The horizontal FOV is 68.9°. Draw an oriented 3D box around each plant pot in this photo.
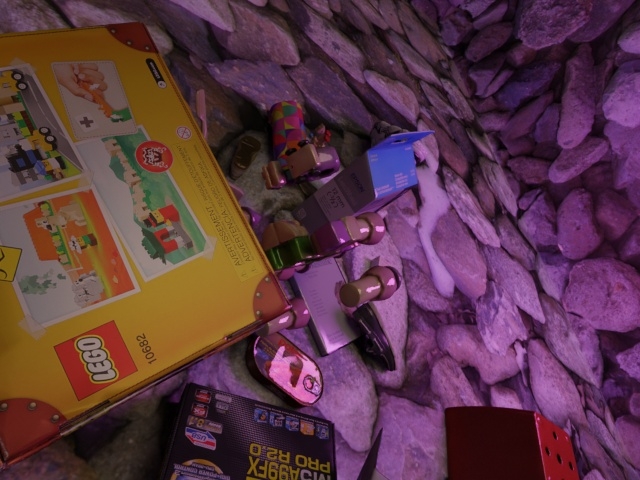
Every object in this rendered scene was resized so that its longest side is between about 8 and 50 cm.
[{"bbox_3d":[0.504,0.580,1.201,0.267,0.235,0.267,36,42,-26],"label":"plant pot"}]

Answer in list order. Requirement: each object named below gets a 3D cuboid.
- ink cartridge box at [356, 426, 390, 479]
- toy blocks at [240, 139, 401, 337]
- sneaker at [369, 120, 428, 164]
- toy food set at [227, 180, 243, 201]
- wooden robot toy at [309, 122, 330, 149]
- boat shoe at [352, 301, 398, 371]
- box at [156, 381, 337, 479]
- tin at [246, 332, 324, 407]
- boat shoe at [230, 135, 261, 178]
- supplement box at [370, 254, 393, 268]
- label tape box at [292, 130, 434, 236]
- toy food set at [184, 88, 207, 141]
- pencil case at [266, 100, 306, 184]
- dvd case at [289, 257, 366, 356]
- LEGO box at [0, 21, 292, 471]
[{"bbox_3d":[0.050,0.503,0.712,0.072,0.304,0.307,21,40,11],"label":"ink cartridge box"},{"bbox_3d":[0.000,0.000,0.951,0.260,0.288,0.309,-12,80,-55],"label":"toy blocks"},{"bbox_3d":[0.198,-0.273,1.558,0.137,0.210,0.366,40,6,-22],"label":"sneaker"},{"bbox_3d":[-0.255,-0.024,0.901,0.219,0.092,0.306,28,47,-33],"label":"toy food set"},{"bbox_3d":[0.010,-0.273,1.397,0.079,0.076,0.173,44,38,-35],"label":"wooden robot toy"},{"bbox_3d":[0.135,0.246,1.162,0.075,0.064,0.206,-134,-159,-68],"label":"boat shoe"},{"bbox_3d":[-0.105,0.352,0.714,0.269,0.060,0.216,21,29,-13],"label":"box"},{"bbox_3d":[-0.071,0.262,0.951,0.189,0.040,0.106,44,43,-17],"label":"tin"},{"bbox_3d":[-0.188,-0.208,1.155,0.056,0.048,0.153,28,38,-16],"label":"boat shoe"},{"bbox_3d":[0.173,0.100,1.335,0.062,0.036,0.099,40,41,-21],"label":"supplement box"},{"bbox_3d":[0.130,-0.138,1.199,0.249,0.347,0.115,-23,82,-52],"label":"label tape box"},{"bbox_3d":[-0.344,-0.248,0.989,0.217,0.071,0.128,-28,119,-47],"label":"toy food set"},{"bbox_3d":[-0.086,-0.267,1.263,0.104,0.104,0.237,18,49,-40],"label":"pencil case"},{"bbox_3d":[0.014,0.138,1.144,0.180,0.022,0.253,-12,73,-51],"label":"dvd case"},{"bbox_3d":[-0.331,-0.024,0.652,0.372,0.193,0.501,-24,83,-34],"label":"LEGO box"}]
